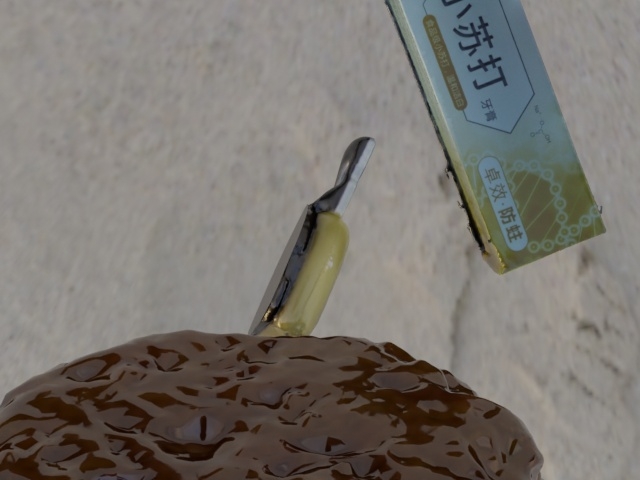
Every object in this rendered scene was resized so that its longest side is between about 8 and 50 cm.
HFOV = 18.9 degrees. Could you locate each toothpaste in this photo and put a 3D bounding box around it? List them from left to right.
[{"bbox_3d":[0.102,-0.136,1.333,0.089,0.071,0.313,-22,100,0],"label":"toothpaste"}]

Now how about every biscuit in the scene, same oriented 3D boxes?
[{"bbox_3d":[-0.051,0.196,1.067,0.343,0.395,0.166,3,115,11],"label":"biscuit"}]

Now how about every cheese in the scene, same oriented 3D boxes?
[{"bbox_3d":[-0.001,0.000,1.300,0.036,0.086,0.162,26,68,-7],"label":"cheese"}]
